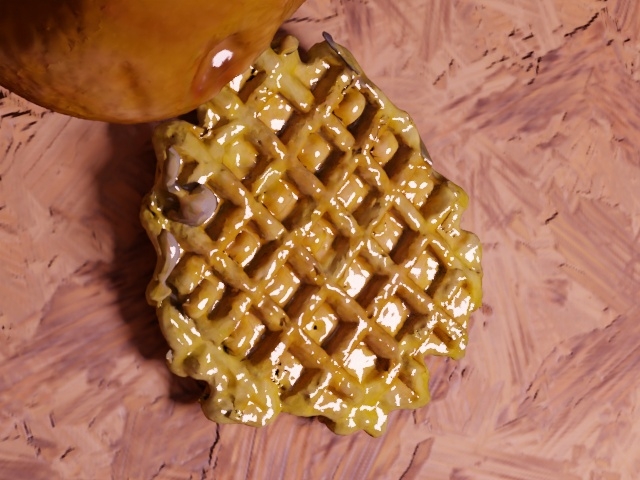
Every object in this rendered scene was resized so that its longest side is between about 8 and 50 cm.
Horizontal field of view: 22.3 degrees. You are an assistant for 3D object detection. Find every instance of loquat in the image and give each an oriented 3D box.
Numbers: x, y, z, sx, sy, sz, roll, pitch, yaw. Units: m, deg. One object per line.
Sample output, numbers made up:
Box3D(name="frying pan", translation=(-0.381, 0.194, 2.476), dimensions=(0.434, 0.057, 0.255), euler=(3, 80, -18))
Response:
Box3D(name="loquat", translation=(-0.124, -0.214, 0.926), dimensions=(0.284, 0.276, 0.276), euler=(36, 74, 0))

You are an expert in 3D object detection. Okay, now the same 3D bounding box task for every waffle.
Box3D(name="waffle", translation=(-0.002, 0.000, 1.108), dimensions=(0.262, 0.060, 0.281), euler=(-4, 96, -32))
